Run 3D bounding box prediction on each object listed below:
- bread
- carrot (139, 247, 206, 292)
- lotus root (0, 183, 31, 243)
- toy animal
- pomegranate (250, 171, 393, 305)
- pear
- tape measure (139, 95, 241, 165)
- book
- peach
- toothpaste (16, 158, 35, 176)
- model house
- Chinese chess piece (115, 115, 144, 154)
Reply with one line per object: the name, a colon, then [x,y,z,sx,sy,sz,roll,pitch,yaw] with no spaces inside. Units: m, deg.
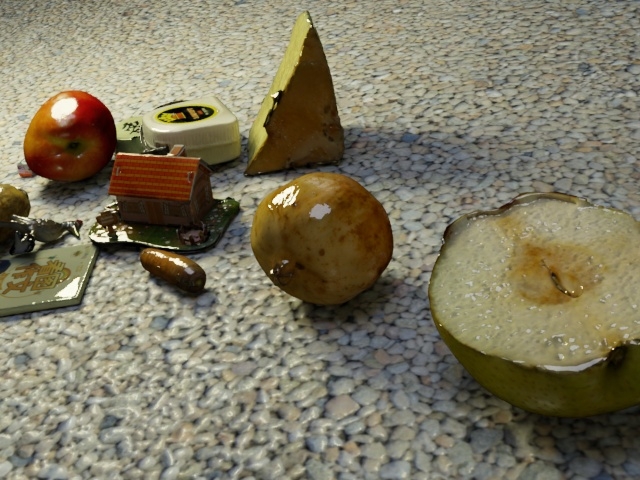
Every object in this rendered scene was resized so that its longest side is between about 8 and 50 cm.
bread: [-0.090,-0.322,1.921,0.279,0.315,0.248,-17,29,11]
carrot: [-0.281,0.050,1.613,0.060,0.060,0.186,-34,38,-32]
lotus root: [-0.735,-0.034,1.817,0.145,0.128,0.260,-32,8,46]
toy animal: [-0.591,-0.023,1.813,0.202,0.070,0.105,-15,58,-44]
pomegranate: [0.000,0.000,1.455,0.248,0.248,0.248,-8,32,5]
pear: [0.330,0.110,1.199,0.340,0.191,0.386,-17,33,-2]
tape measure: [-0.326,-0.253,2.046,0.232,0.133,0.271,-12,30,-15]
book: [-0.602,0.084,1.704,0.296,0.020,0.208,-9,31,4]
peach: [-0.602,-0.245,2.052,0.243,0.199,0.243,-31,31,21]
toothpaste: [-0.708,-0.228,2.206,0.047,0.040,0.196,5,36,18]
model house: [-0.336,-0.094,1.759,0.294,0.154,0.207,5,34,17]
Chinese chess piece: [-0.466,-0.267,2.170,0.144,0.058,0.144,-8,33,5]
